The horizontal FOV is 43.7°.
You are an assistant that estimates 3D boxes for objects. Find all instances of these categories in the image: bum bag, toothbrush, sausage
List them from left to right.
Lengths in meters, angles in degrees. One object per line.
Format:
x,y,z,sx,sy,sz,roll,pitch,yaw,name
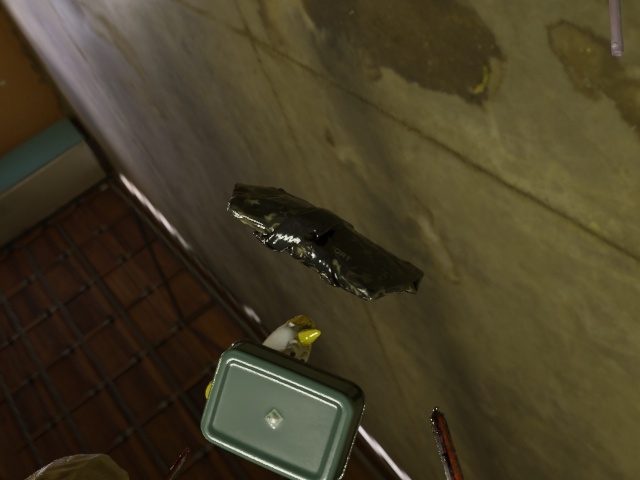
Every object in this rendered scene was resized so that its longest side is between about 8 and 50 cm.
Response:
0.000,0.000,0.908,0.248,0.069,0.102,27,-169,14,bum bag
0.183,0.320,1.073,0.028,0.025,0.198,14,-126,-52,sausage
0.545,-0.510,1.498,0.024,0.029,0.354,154,121,-62,toothbrush

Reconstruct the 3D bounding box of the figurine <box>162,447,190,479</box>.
-0.107,0.383,0.876,0.226,0.183,0.160,28,129,5,figurine

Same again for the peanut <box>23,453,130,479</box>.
-0.229,0.280,0.648,0.110,0.197,0.233,52,176,-19,peanut

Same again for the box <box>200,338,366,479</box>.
-0.033,0.139,0.640,0.126,0.091,0.031,21,-171,17,box

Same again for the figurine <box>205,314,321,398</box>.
-0.068,0.169,1.053,0.109,0.178,0.129,40,-153,-20,figurine
